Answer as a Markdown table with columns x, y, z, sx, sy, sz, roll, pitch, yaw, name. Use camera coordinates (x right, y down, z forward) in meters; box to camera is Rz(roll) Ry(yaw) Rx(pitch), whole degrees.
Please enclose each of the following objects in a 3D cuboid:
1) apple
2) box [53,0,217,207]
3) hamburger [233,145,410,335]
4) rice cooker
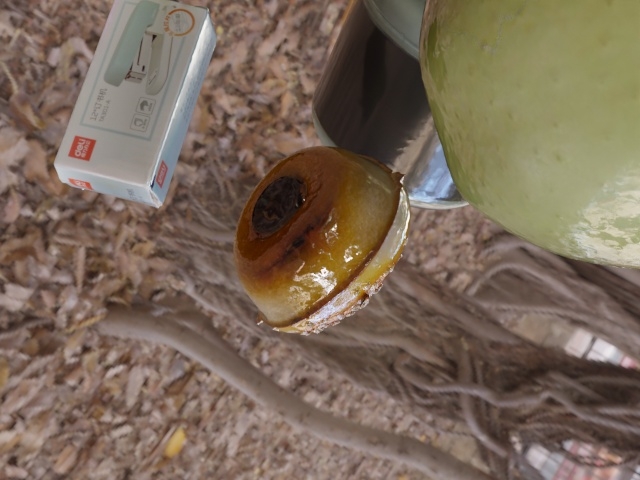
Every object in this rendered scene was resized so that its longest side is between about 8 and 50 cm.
| x | y | z | sx | sy | sz | roll | pitch | yaw | name |
| --- | --- | --- | --- | --- | --- | --- | --- | --- | --- |
| 0.239 | -0.146 | 0.575 | 0.357 | 0.357 | 0.357 | -46 | 154 | -31 | apple |
| -0.235 | -0.184 | 1.151 | 0.079 | 0.135 | 0.269 | 79 | 26 | -73 | box |
| 0.003 | -0.002 | 0.970 | 0.147 | 0.237 | 0.237 | 35 | 84 | -31 | hamburger |
| 0.175 | -0.249 | 1.264 | 0.335 | 0.335 | 0.325 | -33 | 156 | -47 | rice cooker |
